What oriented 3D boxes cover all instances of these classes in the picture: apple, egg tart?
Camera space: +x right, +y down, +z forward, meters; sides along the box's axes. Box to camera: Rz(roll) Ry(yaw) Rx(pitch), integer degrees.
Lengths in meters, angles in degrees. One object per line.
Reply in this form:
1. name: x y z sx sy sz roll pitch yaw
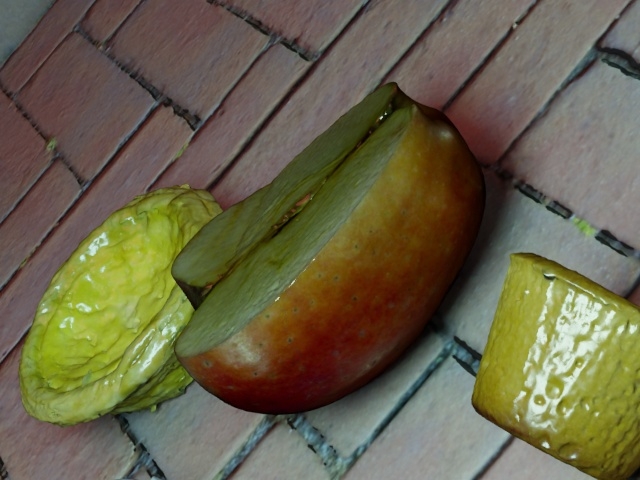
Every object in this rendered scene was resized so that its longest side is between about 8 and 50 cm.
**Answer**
1. apple: 0.000 0.000 1.790 0.365 0.295 0.329 -44 59 5
2. egg tart: -0.217 0.093 2.114 0.345 0.132 0.345 -34 35 27
3. egg tart: 0.219 0.110 1.467 0.147 0.203 0.202 -61 31 -1

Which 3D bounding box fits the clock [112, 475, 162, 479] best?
1. clock: -0.230 0.354 1.800 0.254 0.189 0.189 -51 30 1
